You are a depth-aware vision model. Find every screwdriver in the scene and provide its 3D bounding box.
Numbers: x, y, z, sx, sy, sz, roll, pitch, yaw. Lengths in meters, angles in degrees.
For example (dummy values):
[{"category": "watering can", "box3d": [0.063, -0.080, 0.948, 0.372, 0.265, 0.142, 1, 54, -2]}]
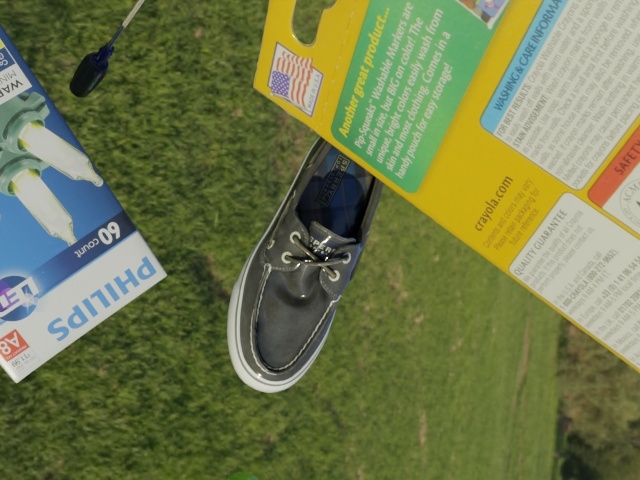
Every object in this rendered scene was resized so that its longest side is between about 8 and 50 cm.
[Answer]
[{"category": "screwdriver", "box3d": [-0.173, -0.172, 0.653, 0.025, 0.170, 0.024, 21, 54, -36]}]

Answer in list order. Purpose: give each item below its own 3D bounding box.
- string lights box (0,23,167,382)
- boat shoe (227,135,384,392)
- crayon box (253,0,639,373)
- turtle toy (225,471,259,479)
[{"category": "string lights box", "box3d": [-0.237, -0.047, 0.531, 0.133, 0.077, 0.260, -38, 114, -18]}, {"category": "boat shoe", "box3d": [0.000, 0.000, 0.563, 0.228, 0.080, 0.076, -64, -172, -22]}, {"category": "crayon box", "box3d": [0.123, -0.081, 0.397, 0.083, 0.323, 0.203, -44, 164, -34]}, {"category": "turtle toy", "box3d": [-0.069, 0.296, 0.773, 0.130, 0.095, 0.066, 65, 9, 28]}]
